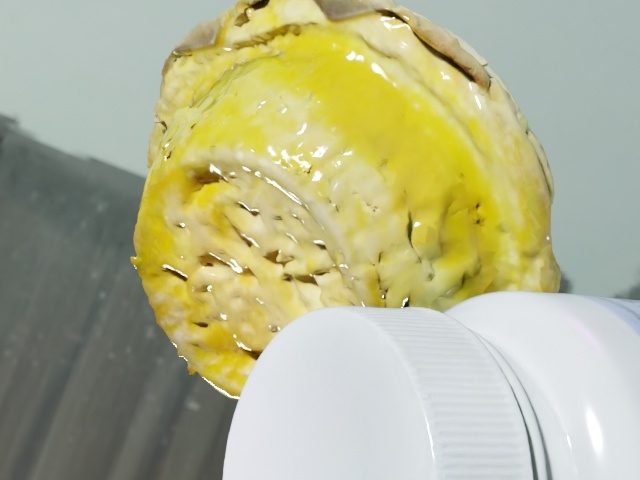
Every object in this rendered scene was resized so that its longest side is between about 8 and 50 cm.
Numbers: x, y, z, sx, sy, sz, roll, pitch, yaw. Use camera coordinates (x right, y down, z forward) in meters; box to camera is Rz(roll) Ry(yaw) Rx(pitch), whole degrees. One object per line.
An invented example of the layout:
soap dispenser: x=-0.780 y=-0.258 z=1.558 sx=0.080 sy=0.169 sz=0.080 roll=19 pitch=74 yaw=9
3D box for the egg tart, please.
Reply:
egg tart: x=0.000 y=0.000 z=0.928 sx=0.288 sy=0.118 sz=0.288 roll=19 pitch=124 yaw=30

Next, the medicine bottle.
medicine bottle: x=0.077 y=0.066 z=0.439 sx=0.186 sy=0.103 sz=0.103 roll=6 pitch=156 yaw=-33
